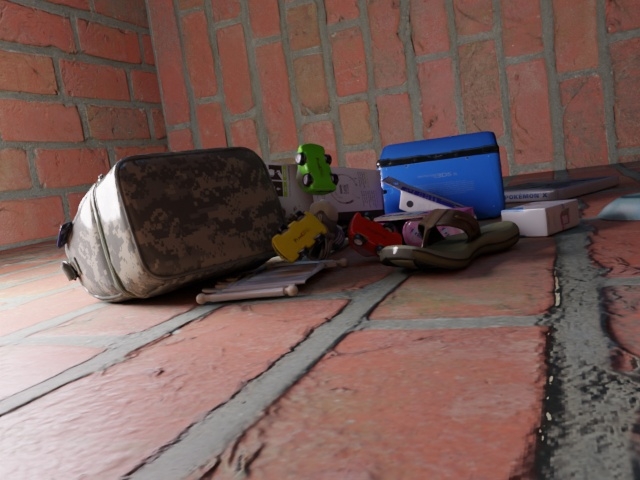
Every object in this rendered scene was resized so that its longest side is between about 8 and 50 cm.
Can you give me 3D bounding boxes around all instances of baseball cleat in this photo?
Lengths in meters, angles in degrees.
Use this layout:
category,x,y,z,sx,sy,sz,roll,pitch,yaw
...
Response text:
category,x,y,z,sx,sy,sz,roll,pitch,yaw
baseball cleat,0.000,0.000,1.131,0.072,0.109,0.206,11,-19,13

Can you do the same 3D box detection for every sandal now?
category,x,y,z,sx,sy,sz,roll,pitch,yaw
sandal,0.196,-0.010,0.916,0.120,0.086,0.303,-1,9,44

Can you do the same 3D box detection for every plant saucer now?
category,x,y,z,sx,sy,sz,roll,pitch,yaw
plant saucer,0.633,-0.070,1.142,0.195,0.037,0.195,-7,7,1

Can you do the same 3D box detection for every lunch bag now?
category,x,y,z,sx,sy,sz,roll,pitch,yaw
lunch bag,-0.249,-0.014,1.004,0.305,0.212,0.256,-16,-9,-43

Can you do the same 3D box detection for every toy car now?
category,x,y,z,sx,sy,sz,roll,pitch,yaw
toy car,0.006,-0.060,1.006,0.239,0.224,0.053,-2,-27,-29

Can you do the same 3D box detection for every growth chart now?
category,x,y,z,sx,sy,sz,roll,pitch,yaw
growth chart,-0.073,0.058,0.929,0.172,0.021,0.237,-6,7,21

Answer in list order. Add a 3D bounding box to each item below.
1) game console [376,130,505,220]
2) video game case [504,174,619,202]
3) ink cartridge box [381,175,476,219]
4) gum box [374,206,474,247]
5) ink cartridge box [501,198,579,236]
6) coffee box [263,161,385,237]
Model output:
category,x,y,z,sx,sy,sz,roll,pitch,yaw
game console,0.299,-0.156,1.493,0.293,0.250,0.173,-6,-7,15
video game case,0.668,-0.151,1.782,0.329,0.036,0.300,-14,9,-39
ink cartridge box,0.228,-0.081,1.293,0.208,0.045,0.206,23,12,7
gum box,0.190,-0.020,1.106,0.189,0.062,0.107,-4,8,31
ink cartridge box,0.403,-0.041,1.093,0.123,0.052,0.089,-12,8,-40
coffee box,-0.033,-0.080,1.269,0.297,0.118,0.168,1,-13,-20
